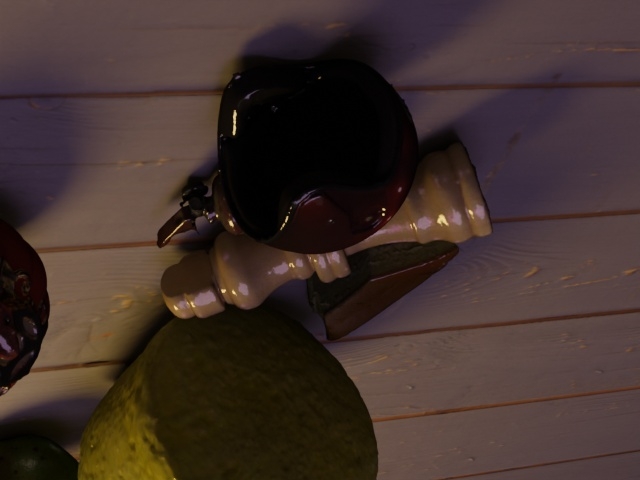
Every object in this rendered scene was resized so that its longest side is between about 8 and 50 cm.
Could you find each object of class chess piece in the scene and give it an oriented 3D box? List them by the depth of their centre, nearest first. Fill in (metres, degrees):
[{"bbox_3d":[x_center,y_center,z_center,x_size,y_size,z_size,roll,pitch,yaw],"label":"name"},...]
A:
[{"bbox_3d":[0.000,0.000,1.740,0.397,0.117,0.117,-19,150,4],"label":"chess piece"}]

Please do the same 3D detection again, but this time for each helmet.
[{"bbox_3d":[-0.002,-0.084,1.515,0.216,0.189,0.193,-37,149,14],"label":"helmet"}]

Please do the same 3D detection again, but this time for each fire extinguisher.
[{"bbox_3d":[-0.067,-0.039,1.659,0.252,0.075,0.106,-18,140,-4],"label":"fire extinguisher"}]

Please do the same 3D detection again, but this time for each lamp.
[{"bbox_3d":[-0.384,0.080,1.545,0.227,0.227,0.227,-14,150,-8],"label":"lamp"}]

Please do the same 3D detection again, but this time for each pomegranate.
[{"bbox_3d":[-0.413,0.363,2.064,0.187,0.187,0.225,-13,174,-10],"label":"pomegranate"}]

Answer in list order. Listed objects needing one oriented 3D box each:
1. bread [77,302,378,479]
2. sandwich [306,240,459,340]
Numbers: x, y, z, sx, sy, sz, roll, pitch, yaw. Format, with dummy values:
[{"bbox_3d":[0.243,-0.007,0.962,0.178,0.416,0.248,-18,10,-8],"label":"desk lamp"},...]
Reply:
[{"bbox_3d":[-0.126,0.278,1.907,0.348,0.348,0.308,4,148,-34],"label":"bread"},{"bbox_3d":[0.053,0.041,1.848,0.096,0.094,0.258,10,141,-43],"label":"sandwich"}]
